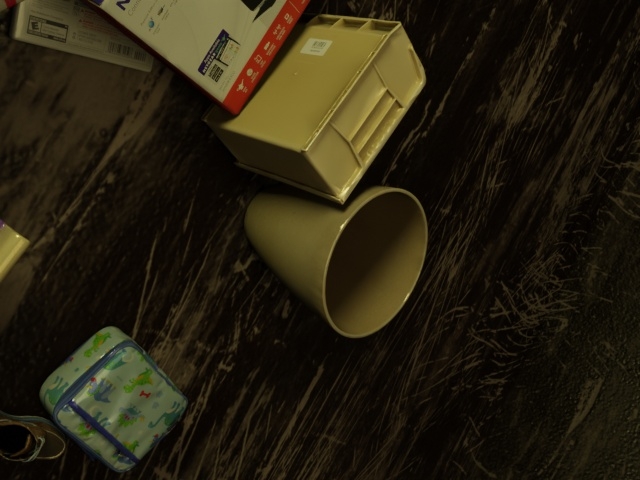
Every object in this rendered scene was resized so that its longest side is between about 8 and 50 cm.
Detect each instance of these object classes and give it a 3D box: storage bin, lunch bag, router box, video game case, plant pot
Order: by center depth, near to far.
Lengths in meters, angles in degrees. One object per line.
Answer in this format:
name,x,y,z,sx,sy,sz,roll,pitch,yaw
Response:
video game case,-0.298,-0.336,0.914,0.201,0.023,0.183,3,106,-47
router box,-0.133,-0.388,0.947,0.335,0.082,0.301,-57,149,1
storage bin,-0.012,-0.226,1.090,0.260,0.262,0.123,-55,136,-13
lunch bag,-0.332,0.264,1.113,0.176,0.090,0.219,-44,134,-20
plant pot,0.000,0.000,1.198,0.256,0.274,0.257,-22,122,-40

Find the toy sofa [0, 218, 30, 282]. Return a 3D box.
toy sofa,-0.499,-0.034,0.724,0.150,0.177,0.362,-56,138,-11

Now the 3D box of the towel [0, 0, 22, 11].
towel,-0.348,-0.413,0.786,0.329,0.037,0.237,-38,128,-24

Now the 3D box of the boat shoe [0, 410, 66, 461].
boat shoe,-0.448,0.298,1.018,0.183,0.066,0.066,39,79,-48
